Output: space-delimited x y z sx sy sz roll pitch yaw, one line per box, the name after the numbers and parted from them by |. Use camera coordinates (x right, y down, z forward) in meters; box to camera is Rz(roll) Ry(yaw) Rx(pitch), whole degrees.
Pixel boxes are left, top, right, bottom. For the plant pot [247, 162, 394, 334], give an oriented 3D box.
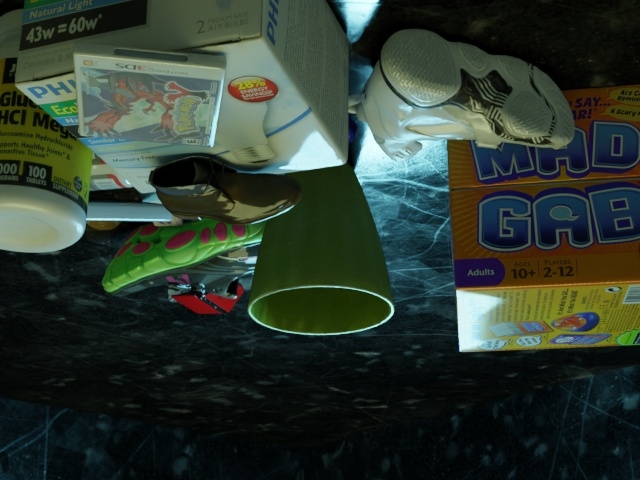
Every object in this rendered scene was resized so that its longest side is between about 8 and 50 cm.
0.000 0.000 1.992 0.274 0.294 0.275 0 156 0 | plant pot

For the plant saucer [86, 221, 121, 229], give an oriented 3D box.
-0.471 -0.041 2.245 0.083 0.015 0.083 -1 157 0 | plant saucer

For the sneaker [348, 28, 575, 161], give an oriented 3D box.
0.223 -0.213 1.703 0.365 0.137 0.210 17 153 -22 | sneaker

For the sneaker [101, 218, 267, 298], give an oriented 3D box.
-0.274 0.057 2.203 0.482 0.185 0.202 -12 128 34 | sneaker

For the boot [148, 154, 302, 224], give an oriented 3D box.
-0.143 -0.074 1.516 0.219 0.082 0.106 -4 161 15 | boot

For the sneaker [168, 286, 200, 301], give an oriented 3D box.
-0.331 0.118 2.602 0.109 0.044 0.040 -13 144 -13 | sneaker

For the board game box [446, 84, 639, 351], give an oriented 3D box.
0.412 -0.025 1.858 0.356 0.356 0.356 -3 157 7 | board game box

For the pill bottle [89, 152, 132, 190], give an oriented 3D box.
-0.453 -0.160 1.779 0.283 0.161 0.161 -4 157 11 | pill bottle

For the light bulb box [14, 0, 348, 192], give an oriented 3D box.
-0.177 -0.257 1.474 0.357 0.225 0.361 -8 157 17 | light bulb box

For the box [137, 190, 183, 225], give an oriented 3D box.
-0.320 -0.120 1.998 0.063 0.067 0.324 -1 158 3 | box

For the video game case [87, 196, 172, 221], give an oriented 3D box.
-0.493 -0.063 1.926 0.300 0.036 0.329 6 -175 32 | video game case

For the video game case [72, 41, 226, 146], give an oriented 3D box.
-0.220 -0.182 1.333 0.183 0.023 0.201 4 156 -9 | video game case

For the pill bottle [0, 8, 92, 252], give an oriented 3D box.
-0.431 -0.166 1.543 0.187 0.334 0.188 -1 157 0 | pill bottle

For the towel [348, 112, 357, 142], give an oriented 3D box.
-0.107 -0.213 1.786 0.308 0.076 0.227 -6 163 13 | towel

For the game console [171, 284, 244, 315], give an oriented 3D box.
-0.280 0.130 2.595 0.085 0.124 0.144 32 174 31 | game console
